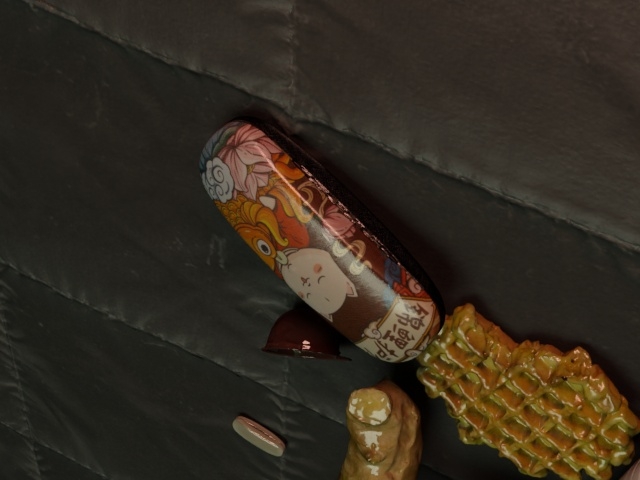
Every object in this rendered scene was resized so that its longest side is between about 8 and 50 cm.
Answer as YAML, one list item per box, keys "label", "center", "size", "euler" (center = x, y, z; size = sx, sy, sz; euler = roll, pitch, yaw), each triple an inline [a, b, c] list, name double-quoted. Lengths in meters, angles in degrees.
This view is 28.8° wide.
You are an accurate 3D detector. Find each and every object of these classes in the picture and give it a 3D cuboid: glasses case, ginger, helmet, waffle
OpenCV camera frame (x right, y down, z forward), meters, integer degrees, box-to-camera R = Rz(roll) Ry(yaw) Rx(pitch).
- label: "glasses case"
  center: [0.000, 0.000, 1.329]
  size: [0.321, 0.082, 0.122]
  euler: [44, 137, 3]
- label: "glasses case"
  center: [-0.086, 0.275, 1.748]
  size: [0.083, 0.021, 0.032]
  euler: [31, 142, 9]
- label: "ginger"
  center: [0.061, 0.327, 1.560]
  size: [0.122, 0.363, 0.348]
  euler: [16, 95, 5]
- label: "helmet"
  center: [-0.014, 0.111, 1.491]
  size: [0.111, 0.057, 0.089]
  euler: [1, 166, 31]
- label: "waffle"
  center: [0.226, 0.171, 1.363]
  size: [0.253, 0.056, 0.249]
  euler: [-1, 129, 42]

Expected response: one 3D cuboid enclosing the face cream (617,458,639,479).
- label: "face cream"
  center: [0.379, 0.272, 1.260]
  size: [0.145, 0.145, 0.369]
  euler: [31, 145, 8]
